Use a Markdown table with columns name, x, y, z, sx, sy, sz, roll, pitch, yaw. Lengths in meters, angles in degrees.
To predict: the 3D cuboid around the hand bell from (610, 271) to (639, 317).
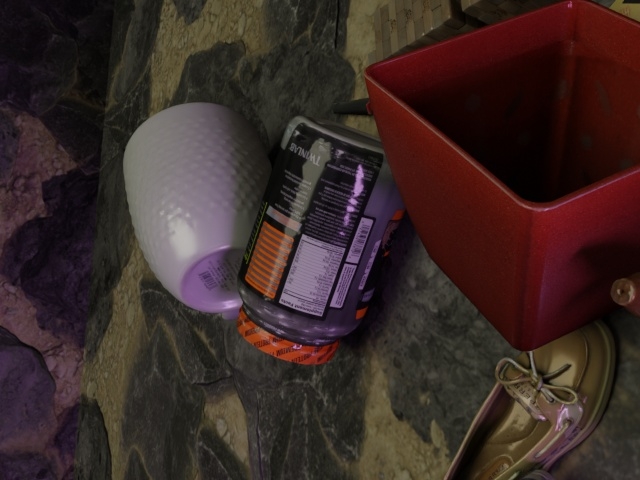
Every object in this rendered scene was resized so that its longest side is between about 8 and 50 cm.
| name | x | y | z | sx | sy | sz | roll | pitch | yaw |
| --- | --- | --- | --- | --- | --- | --- | --- | --- | --- |
| hand bell | 0.313 | 0.051 | 0.579 | 0.126 | 0.242 | 0.126 | -16 | 70 | 53 |

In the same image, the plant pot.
| name | x | y | z | sx | sy | sz | roll | pitch | yaw |
| --- | --- | --- | --- | --- | --- | --- | --- | --- | --- |
| plant pot | 0.226 | -0.054 | 0.695 | 0.267 | 0.267 | 0.235 | 53 | 159 | 45 |

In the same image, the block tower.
| name | x | y | z | sx | sy | sz | roll | pitch | yaw |
| --- | --- | --- | --- | --- | --- | --- | --- | --- | --- |
| block tower | 0.203 | -0.325 | 0.946 | 0.335 | 0.091 | 0.097 | -22 | 65 | 50 |

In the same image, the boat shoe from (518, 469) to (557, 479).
| name | x | y | z | sx | sy | sz | roll | pitch | yaw |
| --- | --- | --- | --- | --- | --- | --- | --- | --- | --- |
| boat shoe | 0.274 | 0.340 | 0.715 | 0.083 | 0.076 | 0.226 | -35 | 77 | 40 |

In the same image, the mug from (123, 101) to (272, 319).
| name | x | y | z | sx | sy | sz | roll | pitch | yaw |
| --- | --- | --- | --- | --- | --- | --- | --- | --- | --- |
| mug | -0.197 | -0.012 | 1.302 | 0.374 | 0.276 | 0.328 | 85 | 166 | -47 |

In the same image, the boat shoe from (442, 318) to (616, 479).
| name | x | y | z | sx | sy | sz | roll | pitch | yaw |
| --- | --- | --- | --- | --- | --- | --- | --- | --- | --- |
| boat shoe | 0.230 | 0.204 | 0.790 | 0.104 | 0.089 | 0.285 | 43 | 117 | 50 |

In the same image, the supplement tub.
| name | x | y | z | sx | sy | sz | roll | pitch | yaw |
| --- | --- | --- | --- | --- | --- | --- | --- | --- | --- |
| supplement tub | 0.000 | 0.000 | 1.055 | 0.207 | 0.207 | 0.338 | 39 | 114 | 51 |

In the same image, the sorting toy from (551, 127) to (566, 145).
| name | x | y | z | sx | sy | sz | roll | pitch | yaw |
| --- | --- | --- | --- | --- | --- | --- | --- | --- | --- |
| sorting toy | 0.266 | -0.121 | 0.853 | 0.102 | 0.042 | 0.061 | 0 | 82 | 54 |

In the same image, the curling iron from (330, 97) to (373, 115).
| name | x | y | z | sx | sy | sz | roll | pitch | yaw |
| --- | --- | --- | --- | --- | --- | --- | --- | --- | --- |
| curling iron | 0.091 | -0.202 | 1.119 | 0.274 | 0.035 | 0.068 | 25 | 103 | 53 |

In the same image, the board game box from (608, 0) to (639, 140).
| name | x | y | z | sx | sy | sz | roll | pitch | yaw |
| --- | --- | --- | --- | --- | --- | --- | --- | --- | --- |
| board game box | 0.387 | -0.230 | 0.710 | 0.243 | 0.042 | 0.165 | -52 | 45 | 34 |
